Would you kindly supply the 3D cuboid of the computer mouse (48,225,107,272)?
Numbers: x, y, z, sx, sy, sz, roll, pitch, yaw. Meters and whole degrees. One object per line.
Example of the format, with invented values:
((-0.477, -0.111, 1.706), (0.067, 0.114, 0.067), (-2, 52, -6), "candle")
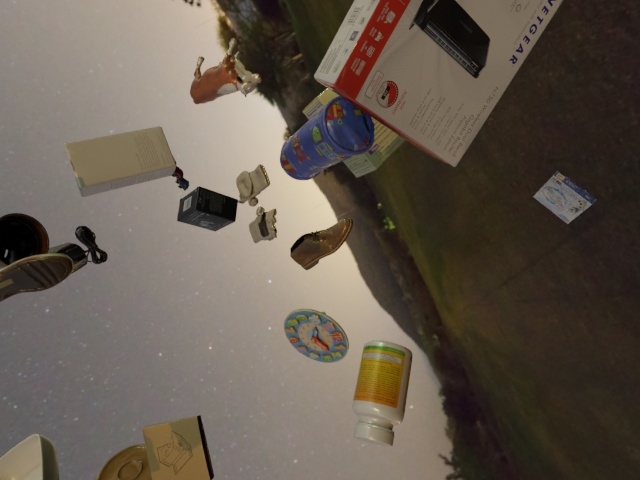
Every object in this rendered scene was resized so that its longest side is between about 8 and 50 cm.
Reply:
((-0.915, 0.070, 1.506), (0.072, 0.272, 0.188), (54, 160, 40), "computer mouse")

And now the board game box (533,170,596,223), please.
((0.494, -0.087, 0.872), (0.090, 0.020, 0.090), (45, 164, 17), "board game box")

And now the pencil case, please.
((0.008, -0.216, 0.952), (0.306, 0.133, 0.119), (-6, 102, 68), "pencil case")

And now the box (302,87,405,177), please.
((0.117, -0.339, 1.176), (0.243, 0.213, 0.117), (49, 161, -13), "box")

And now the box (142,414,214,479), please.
((-0.386, 0.567, 1.149), (0.021, 0.201, 0.164), (3, -111, -66), "box")

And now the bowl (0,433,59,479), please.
((-0.480, 0.407, 0.693), (0.142, 0.142, 0.053), (56, -175, 38), "bowl")

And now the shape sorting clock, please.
((-0.015, 0.283, 1.250), (0.206, 0.206, 0.040), (63, -149, -20), "shape sorting clock")

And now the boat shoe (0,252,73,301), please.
((-0.563, 0.063, 0.817), (0.072, 0.190, 0.068), (-120, 14, -70), "boat shoe")

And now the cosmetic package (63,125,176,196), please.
((-0.497, -0.200, 1.073), (0.085, 0.231, 0.117), (-24, 86, 62), "cosmetic package")

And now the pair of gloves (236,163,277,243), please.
((-0.208, -0.110, 1.374), (0.204, 0.042, 0.240), (-9, 97, 56), "pair of gloves")

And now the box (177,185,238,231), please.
((-0.408, -0.110, 1.547), (0.158, 0.156, 0.093), (17, -114, -37), "box")

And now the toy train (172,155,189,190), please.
((-0.415, -0.198, 1.237), (0.158, 0.036, 0.027), (79, -156, -58), "toy train")

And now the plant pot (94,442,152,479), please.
((-0.597, 0.734, 1.348), (0.236, 0.237, 0.032), (-102, 6, -64), "plant pot")

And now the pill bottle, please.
((0.160, 0.403, 1.134), (0.136, 0.137, 0.245), (57, -138, -52), "pill bottle")

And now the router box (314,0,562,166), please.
((0.199, -0.335, 0.696), (0.301, 0.335, 0.082), (21, -164, -34), "router box")

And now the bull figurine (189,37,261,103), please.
((-0.329, -0.559, 1.451), (0.101, 0.311, 0.188), (28, -115, -52), "bull figurine")

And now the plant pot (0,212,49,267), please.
((-0.942, 0.014, 1.273), (0.167, 0.165, 0.166), (-10, -90, -66), "plant pot")

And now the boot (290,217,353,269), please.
((0.000, 0.000, 1.739), (0.115, 0.305, 0.112), (38, -154, -27), "boot")
